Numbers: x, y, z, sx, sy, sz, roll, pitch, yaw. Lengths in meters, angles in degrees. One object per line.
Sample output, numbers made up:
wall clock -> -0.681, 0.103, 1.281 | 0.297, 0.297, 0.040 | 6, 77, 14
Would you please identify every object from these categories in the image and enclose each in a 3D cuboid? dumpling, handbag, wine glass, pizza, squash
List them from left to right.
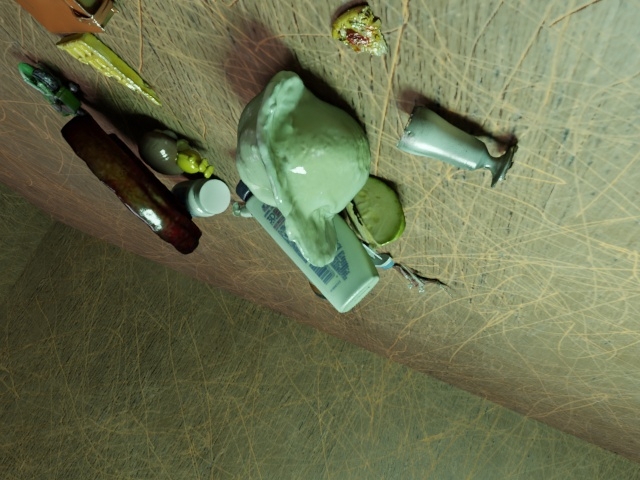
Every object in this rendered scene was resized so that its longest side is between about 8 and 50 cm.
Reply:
handbag -> -0.424, -0.393, 0.907 | 0.190, 0.063, 0.127 | 16, 161, 37
wine glass -> -0.204, -0.083, 1.564 | 0.083, 0.042, 0.038 | 6, -167, 40
dumpling -> -0.018, -0.125, 0.919 | 0.320, 0.212, 0.270 | 23, -155, -41
pizza -> 0.053, -0.252, 0.707 | 0.078, 0.025, 0.083 | 33, 161, -17
squash -> 0.122, -0.023, 1.160 | 0.170, 0.093, 0.252 | 61, 178, 25
wine glass -> 0.191, -0.132, 0.802 | 0.155, 0.072, 0.072 | 24, 163, 4

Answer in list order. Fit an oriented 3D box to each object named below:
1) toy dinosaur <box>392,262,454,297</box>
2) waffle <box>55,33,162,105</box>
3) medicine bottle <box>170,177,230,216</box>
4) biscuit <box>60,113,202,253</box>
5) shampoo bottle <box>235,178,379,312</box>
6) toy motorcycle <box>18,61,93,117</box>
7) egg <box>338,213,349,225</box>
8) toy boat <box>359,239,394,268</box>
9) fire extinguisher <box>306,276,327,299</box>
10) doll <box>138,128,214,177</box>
toy dinosaur -> 0.248, 0.103, 1.488 | 0.220, 0.032, 0.108 | 23, 166, 14
waffle -> -0.413, -0.329, 1.122 | 0.125, 0.032, 0.191 | 7, 154, 42
medicine bottle -> -0.324, -0.114, 1.523 | 0.102, 0.103, 0.186 | 36, 161, -33
biscuit -> -0.429, -0.135, 1.341 | 0.407, 0.091, 0.407 | 44, 174, 6
shampoo bottle -> -0.027, -0.025, 1.183 | 0.359, 0.134, 0.078 | 48, -169, 18
toy motorcycle -> -0.608, -0.338, 1.327 | 0.106, 0.074, 0.190 | 26, 165, 27
egg -> 0.000, 0.000, 1.306 | 0.149, 0.149, 0.192 | 33, -177, -25
toy boat -> 0.117, 0.033, 1.456 | 0.149, 0.034, 0.105 | 26, 162, -3
fire extinguisher -> 0.035, 0.060, 1.565 | 0.200, 0.113, 0.376 | -6, 158, 6
doll -> -0.335, -0.195, 1.322 | 0.188, 0.096, 0.145 | 22, 172, -4
